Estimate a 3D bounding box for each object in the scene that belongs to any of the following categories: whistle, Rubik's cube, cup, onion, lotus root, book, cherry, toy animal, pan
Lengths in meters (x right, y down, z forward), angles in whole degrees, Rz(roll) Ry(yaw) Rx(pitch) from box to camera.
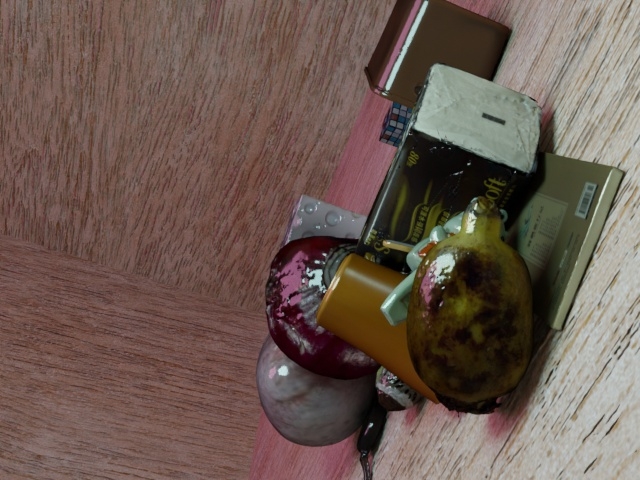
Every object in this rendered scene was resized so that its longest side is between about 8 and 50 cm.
[{"bbox_3d":[0.189,0.033,1.189,0.253,0.102,0.106,-38,-13,-15],"label":"whistle"},{"bbox_3d":[0.234,-0.334,2.340,0.092,0.092,0.092,122,164,-62],"label":"Rubik's cube"},{"bbox_3d":[0.144,0.114,1.288,0.226,0.263,0.182,-64,-5,11],"label":"cup"},{"bbox_3d":[0.056,0.143,1.582,0.282,0.336,0.260,136,146,-62],"label":"onion"},{"bbox_3d":[0.199,0.099,1.070,0.141,0.169,0.314,-50,-40,-75],"label":"lotus root"},{"bbox_3d":[0.320,-0.015,1.146,0.310,0.021,0.217,-109,37,-79],"label":"book"},{"bbox_3d":[-0.017,0.319,1.816,0.335,0.291,0.327,-68,-18,-66],"label":"cherry"},{"bbox_3d":[0.158,0.260,1.480,0.137,0.098,0.098,-41,24,33],"label":"toy animal"},{"bbox_3d":[0.097,0.442,1.693,0.115,0.040,0.212,108,176,-55],"label":"pan"}]

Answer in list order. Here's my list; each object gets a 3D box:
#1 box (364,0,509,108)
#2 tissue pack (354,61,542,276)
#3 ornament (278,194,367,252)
[{"bbox_3d":[0.255,-0.422,1.805,0.339,0.239,0.230,-92,23,-70],"label":"box"},{"bbox_3d":[0.212,-0.095,1.355,0.370,0.209,0.198,109,-174,-51],"label":"tissue pack"},{"bbox_3d":[0.000,0.000,2.752,0.240,0.239,0.239,160,129,-82],"label":"ornament"}]
